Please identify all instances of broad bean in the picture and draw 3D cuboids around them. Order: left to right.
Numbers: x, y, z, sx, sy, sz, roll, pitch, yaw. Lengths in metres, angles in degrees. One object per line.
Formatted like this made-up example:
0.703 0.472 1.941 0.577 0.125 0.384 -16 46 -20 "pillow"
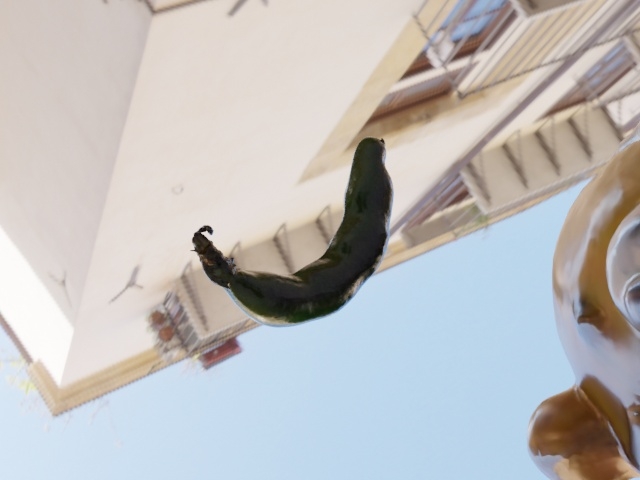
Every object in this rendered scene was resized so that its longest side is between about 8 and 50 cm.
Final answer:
0.000 0.000 1.015 0.292 0.049 0.144 -33 -76 -41 "broad bean"

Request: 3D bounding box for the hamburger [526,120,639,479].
0.230 0.042 0.481 0.237 0.276 0.276 -38 -95 -22 "hamburger"
